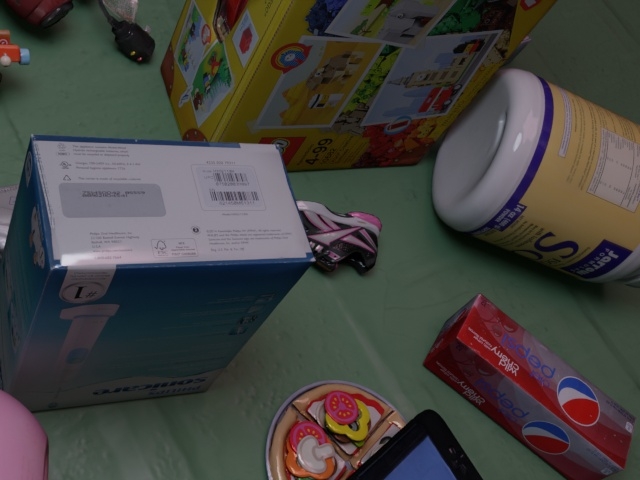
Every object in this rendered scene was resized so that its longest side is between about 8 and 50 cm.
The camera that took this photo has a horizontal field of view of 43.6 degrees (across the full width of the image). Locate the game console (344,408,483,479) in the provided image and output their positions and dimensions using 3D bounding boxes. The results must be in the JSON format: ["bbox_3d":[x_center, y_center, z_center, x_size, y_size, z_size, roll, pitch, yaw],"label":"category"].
[{"bbox_3d":[0.181,0.282,0.785,0.250,0.173,0.293,57,26,9],"label":"game console"}]

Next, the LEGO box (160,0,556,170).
[{"bbox_3d":[0.067,-0.305,0.970,0.372,0.500,0.193,-6,62,-32],"label":"LEGO box"}]

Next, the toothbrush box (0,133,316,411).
[{"bbox_3d":[-0.171,0.043,0.737,0.216,0.295,0.126,-2,59,-29],"label":"toothbrush box"}]

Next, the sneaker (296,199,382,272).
[{"bbox_3d":[0.000,0.000,1.015,0.178,0.072,0.077,6,67,-19],"label":"sneaker"}]

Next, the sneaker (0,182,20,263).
[{"bbox_3d":[-0.275,-0.018,0.846,0.281,0.105,0.115,8,55,-25],"label":"sneaker"}]

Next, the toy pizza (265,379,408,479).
[{"bbox_3d":[0.036,0.246,0.887,0.201,0.032,0.201,15,53,-21],"label":"toy pizza"}]

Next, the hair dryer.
[{"bbox_3d":[-0.348,-0.360,1.037,0.293,0.080,0.223,24,43,-46],"label":"hair dryer"}]

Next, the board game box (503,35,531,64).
[{"bbox_3d":[0.165,-0.404,1.381,0.319,0.066,0.318,-30,76,-40],"label":"board game box"}]

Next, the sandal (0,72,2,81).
[{"bbox_3d":[-0.449,-0.138,0.843,0.079,0.088,0.240,41,53,-7],"label":"sandal"}]

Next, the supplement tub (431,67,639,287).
[{"bbox_3d":[0.354,-0.079,1.150,0.331,0.241,0.241,21,51,-15],"label":"supplement tub"}]

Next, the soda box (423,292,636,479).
[{"bbox_3d":[0.266,0.192,1.019,0.263,0.083,0.092,38,48,0],"label":"soda box"}]

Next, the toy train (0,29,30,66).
[{"bbox_3d":[-0.422,-0.226,0.904,0.166,0.046,0.125,-5,19,-28],"label":"toy train"}]

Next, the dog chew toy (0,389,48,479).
[{"bbox_3d":[-0.376,0.203,0.587,0.332,0.206,0.206,3,57,-16],"label":"dog chew toy"}]
